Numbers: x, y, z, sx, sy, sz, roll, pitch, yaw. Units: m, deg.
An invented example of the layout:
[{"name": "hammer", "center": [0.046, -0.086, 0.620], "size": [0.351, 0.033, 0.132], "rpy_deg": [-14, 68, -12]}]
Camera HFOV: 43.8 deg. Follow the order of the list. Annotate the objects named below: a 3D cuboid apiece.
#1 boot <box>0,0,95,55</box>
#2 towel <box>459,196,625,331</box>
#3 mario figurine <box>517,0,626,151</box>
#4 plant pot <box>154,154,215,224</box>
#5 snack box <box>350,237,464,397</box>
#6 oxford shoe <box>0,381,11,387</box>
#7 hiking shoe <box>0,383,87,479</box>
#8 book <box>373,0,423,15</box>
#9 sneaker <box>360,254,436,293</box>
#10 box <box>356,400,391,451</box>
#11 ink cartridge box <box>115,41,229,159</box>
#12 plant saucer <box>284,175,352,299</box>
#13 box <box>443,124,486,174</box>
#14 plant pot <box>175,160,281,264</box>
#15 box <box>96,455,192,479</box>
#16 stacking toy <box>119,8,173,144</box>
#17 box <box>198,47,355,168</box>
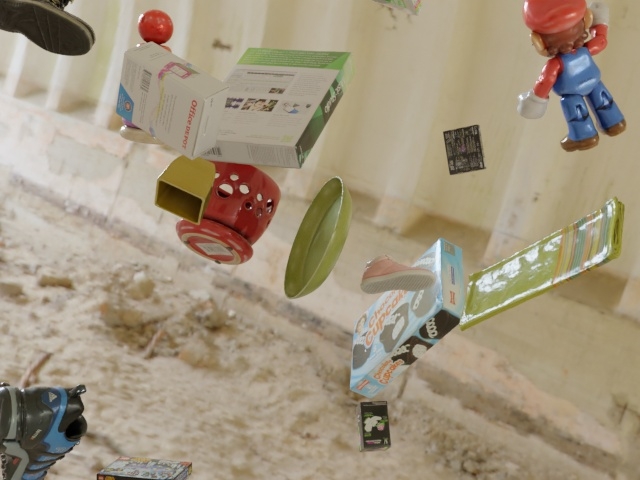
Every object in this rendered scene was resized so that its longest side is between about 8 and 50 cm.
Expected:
[{"name": "boot", "center": [-0.464, -0.419, 1.406], "size": [0.237, 0.085, 0.178], "rpy_deg": [21, 45, 13]}, {"name": "towel", "center": [0.267, 0.033, 0.983], "size": [0.021, 0.102, 0.237], "rpy_deg": [43, -47, -14]}, {"name": "mario figurine", "center": [0.474, -0.343, 1.542], "size": [0.170, 0.320, 0.198], "rpy_deg": [-10, 19, 45]}, {"name": "plant pot", "center": [-0.210, -0.091, 1.281], "size": [0.081, 0.083, 0.081], "rpy_deg": [25, -32, -1]}, {"name": "snack box", "center": [0.171, 0.161, 1.615], "size": [0.060, 0.322, 0.187], "rpy_deg": [26, 40, -17]}, {"name": "oxford shoe", "center": [-0.639, 0.358, 1.449], "size": [0.083, 0.227, 0.096], "rpy_deg": [15, -15, 45]}, {"name": "hiking shoe", "center": [-0.433, 0.323, 1.251], "size": [0.132, 0.113, 0.304], "rpy_deg": [-4, -32, -20]}, {"name": "book", "center": [0.107, -0.413, 1.264], "size": [0.096, 0.035, 0.144], "rpy_deg": [30, 0, 20]}, {"name": "sneaker", "center": [0.138, 0.053, 1.416], "size": [0.135, 0.070, 0.051], "rpy_deg": [-7, -45, 17]}, {"name": "box", "center": [0.096, 0.340, 1.452], "size": [0.052, 0.083, 0.062], "rpy_deg": [-1, -22, -6]}, {"name": "ink cartridge box", "center": [-0.177, -0.167, 0.952], "size": [0.122, 0.088, 0.052], "rpy_deg": [33, 39, 15]}, {"name": "plant saucer", "center": [0.000, 0.000, 1.455], "size": [0.037, 0.240, 0.241], "rpy_deg": [22, 2, -15]}, {"name": "box", "center": [0.265, -0.166, 1.466], "size": [0.067, 0.083, 0.018], "rpy_deg": [-10, -1, 23]}, {"name": "plant pot", "center": [-0.198, -0.057, 1.646], "size": [0.191, 0.174, 0.191], "rpy_deg": [18, -25, 8]}, {"name": "box", "center": [-0.301, 0.402, 1.369], "size": [0.137, 0.027, 0.094], "rpy_deg": [1, 3, 11]}, {"name": "stacking toy", "center": [-0.422, -0.414, 2.014], "size": [0.141, 0.330, 0.141], "rpy_deg": [8, 12, -2]}, {"name": "box", "center": [-0.091, -0.261, 1.517], "size": [0.233, 0.322, 0.058], "rpy_deg": [8, -43, 20]}]
